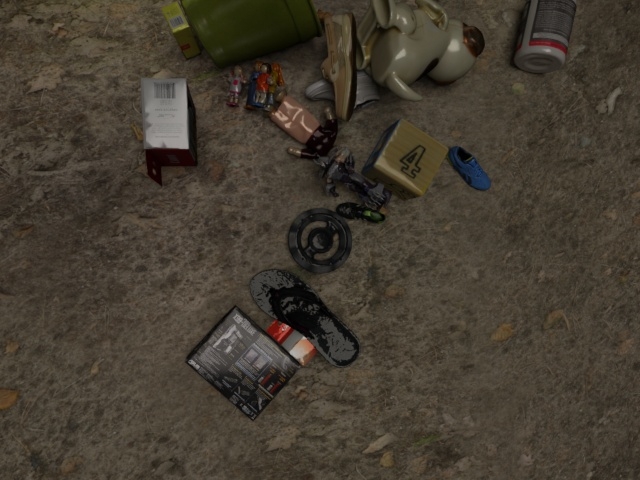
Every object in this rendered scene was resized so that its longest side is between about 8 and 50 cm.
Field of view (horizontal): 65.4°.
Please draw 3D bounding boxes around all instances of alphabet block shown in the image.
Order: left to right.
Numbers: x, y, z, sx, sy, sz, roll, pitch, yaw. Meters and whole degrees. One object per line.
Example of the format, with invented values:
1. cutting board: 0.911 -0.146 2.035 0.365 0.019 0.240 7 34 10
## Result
1. alphabet block: 0.285 -0.272 1.714 0.197 0.192 0.194 31 86 -8

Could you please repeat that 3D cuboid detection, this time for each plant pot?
1. plant pot: -0.234 -0.736 1.579 0.352 0.366 0.367 -28 94 3

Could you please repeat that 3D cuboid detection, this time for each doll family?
1. doll family: -0.203 -0.515 1.650 0.118 0.262 0.163 9 97 -43

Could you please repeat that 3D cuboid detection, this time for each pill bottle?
1. pill bottle: 0.826 -0.795 1.815 0.176 0.176 0.319 13 87 -9

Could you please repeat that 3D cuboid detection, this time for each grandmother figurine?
1. grandmother figurine: -0.024 -0.368 1.717 0.342 0.104 0.208 41 111 -9

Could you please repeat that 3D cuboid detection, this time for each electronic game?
1. electronic game: 0.000 0.000 1.734 0.229 0.048 0.230 2 82 -13

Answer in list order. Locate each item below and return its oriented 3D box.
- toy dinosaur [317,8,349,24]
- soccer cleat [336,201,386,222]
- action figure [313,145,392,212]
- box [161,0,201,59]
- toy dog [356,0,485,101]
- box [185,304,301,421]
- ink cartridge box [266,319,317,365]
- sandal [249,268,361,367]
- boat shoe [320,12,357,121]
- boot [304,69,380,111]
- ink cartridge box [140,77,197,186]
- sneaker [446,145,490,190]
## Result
1. toy dinosaur: 0.029 -0.758 1.713 0.211 0.112 0.064 27 106 27
2. soccer cleat: 0.145 -0.099 1.746 0.178 0.072 0.060 12 87 -9
3. action figure: 0.101 -0.203 1.669 0.284 0.185 0.099 30 58 -5
4. box: -0.437 -0.658 1.579 0.058 0.232 0.087 -26 94 -5
5. toy dog: 0.351 -0.653 1.667 0.407 0.285 0.396 -8 60 -28
6. box: -0.257 0.408 1.672 0.307 0.076 0.242 43 83 -6
7. ink cartridge box: -0.074 0.320 1.720 0.179 0.045 0.145 43 83 -9
8. sandal: -0.046 0.246 1.667 0.445 0.107 0.168 38 82 5
9. boat shoe: 0.059 -0.563 1.638 0.110 0.121 0.342 1 92 12
10. boot: 0.082 -0.504 1.730 0.258 0.095 0.124 -19 85 -10
11. ink cartridge box: -0.455 -0.317 1.534 0.129 0.309 0.272 -2 90 -9
12. sneaker: 0.549 -0.261 1.811 0.209 0.082 0.069 43 81 -8
